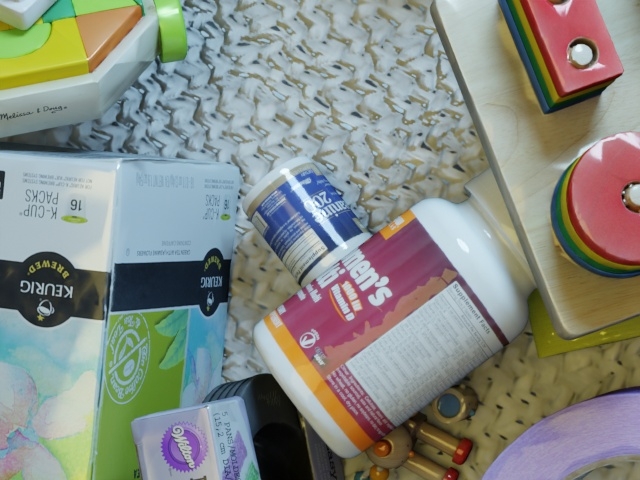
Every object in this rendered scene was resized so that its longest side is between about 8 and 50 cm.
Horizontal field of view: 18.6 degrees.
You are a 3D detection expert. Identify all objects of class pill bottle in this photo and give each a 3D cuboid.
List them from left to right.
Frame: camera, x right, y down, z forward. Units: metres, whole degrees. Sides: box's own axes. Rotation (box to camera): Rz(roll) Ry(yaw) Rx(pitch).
[{"bbox_3d":[0.000,0.000,1.490,0.067,0.067,0.120,-42,76,17],"label":"pill bottle"},{"bbox_3d":[0.071,0.047,1.397,0.221,0.121,0.121,-37,77,1],"label":"pill bottle"}]

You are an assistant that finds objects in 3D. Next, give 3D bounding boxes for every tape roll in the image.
[{"bbox_3d":[0.237,0.242,1.388,0.275,0.090,0.274,0,90,22],"label":"tape roll"}]

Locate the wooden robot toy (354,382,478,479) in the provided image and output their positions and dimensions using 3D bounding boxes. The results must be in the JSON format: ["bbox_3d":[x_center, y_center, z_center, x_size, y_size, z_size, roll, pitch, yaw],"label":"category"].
[{"bbox_3d":[0.069,0.147,1.459,0.076,0.079,0.173,27,100,19],"label":"wooden robot toy"}]

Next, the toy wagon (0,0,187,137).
[{"bbox_3d":[-0.259,-0.213,1.497,0.267,0.068,0.344,-11,51,-11],"label":"toy wagon"}]

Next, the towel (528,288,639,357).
[{"bbox_3d":[0.181,-0.038,1.447,0.102,0.021,0.237,-15,86,26],"label":"towel"}]

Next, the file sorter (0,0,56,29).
[{"bbox_3d":[-0.222,-0.329,1.441,0.193,0.277,0.173,24,143,20],"label":"file sorter"}]

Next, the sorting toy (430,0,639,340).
[{"bbox_3d":[0.242,-0.097,1.322,0.257,0.089,0.255,-20,82,-10],"label":"sorting toy"}]

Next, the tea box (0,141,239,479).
[{"bbox_3d":[-0.265,0.083,1.513,0.329,0.220,0.323,5,93,21],"label":"tea box"}]

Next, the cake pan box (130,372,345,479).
[{"bbox_3d":[-0.040,0.232,1.414,0.070,0.246,0.266,-13,84,17],"label":"cake pan box"}]
